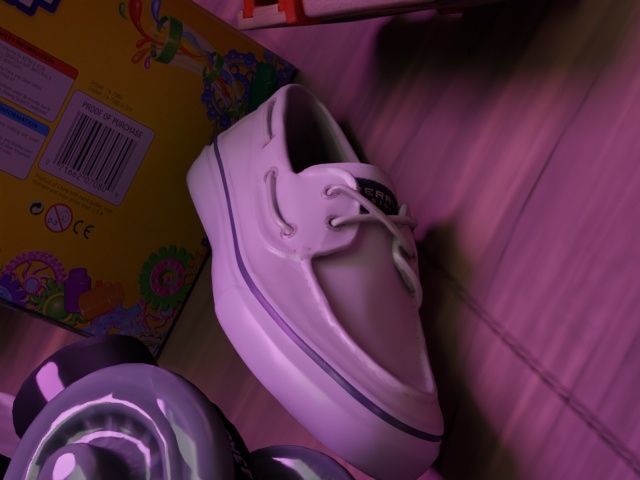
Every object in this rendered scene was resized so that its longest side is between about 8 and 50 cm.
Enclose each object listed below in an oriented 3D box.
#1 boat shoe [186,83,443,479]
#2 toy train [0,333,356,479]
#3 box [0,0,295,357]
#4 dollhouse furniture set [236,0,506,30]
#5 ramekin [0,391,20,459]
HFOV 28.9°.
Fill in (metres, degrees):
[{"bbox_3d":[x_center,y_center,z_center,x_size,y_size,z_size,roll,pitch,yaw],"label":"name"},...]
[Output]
[{"bbox_3d":[0.000,0.000,0.509,0.076,0.083,0.226,-52,38,15],"label":"boat shoe"},{"bbox_3d":[-0.037,0.183,0.343,0.190,0.142,0.334,-40,56,7],"label":"toy train"},{"bbox_3d":[-0.226,-0.098,0.660,0.279,0.290,0.177,22,85,51],"label":"box"},{"bbox_3d":[0.015,-0.222,0.512,0.135,0.262,0.259,7,104,52],"label":"dollhouse furniture set"},{"bbox_3d":[-0.246,0.193,0.638,0.273,0.127,0.272,-27,50,36],"label":"ramekin"}]
